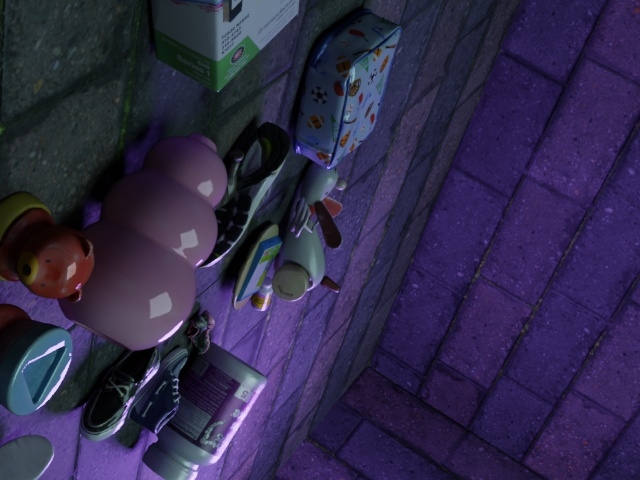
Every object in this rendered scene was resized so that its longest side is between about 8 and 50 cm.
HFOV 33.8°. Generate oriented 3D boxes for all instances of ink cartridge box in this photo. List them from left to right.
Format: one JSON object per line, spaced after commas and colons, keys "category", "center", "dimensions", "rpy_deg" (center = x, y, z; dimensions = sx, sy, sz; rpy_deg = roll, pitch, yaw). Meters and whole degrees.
{"category": "ink cartridge box", "center": [-0.120, -0.368, 1.378], "dimensions": [0.201, 0.117, 0.278], "rpy_deg": [-50, 163, -29]}

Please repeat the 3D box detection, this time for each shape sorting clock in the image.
{"category": "shape sorting clock", "center": [-0.144, 0.056, 2.304], "dimensions": [0.206, 0.040, 0.206], "rpy_deg": [-59, 171, -16]}

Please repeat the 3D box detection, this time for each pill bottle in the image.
{"category": "pill bottle", "center": [-0.263, 0.392, 2.342], "dimensions": [0.301, 0.169, 0.169], "rpy_deg": [-57, 165, -5]}
{"category": "pill bottle", "center": [-0.135, 0.123, 2.466], "dimensions": [0.043, 0.043, 0.083], "rpy_deg": [-44, 159, -45]}

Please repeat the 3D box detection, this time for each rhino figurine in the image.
{"category": "rhino figurine", "center": [-0.221, -0.064, 1.754], "dimensions": [0.243, 0.073, 0.106], "rpy_deg": [-43, 156, -42]}

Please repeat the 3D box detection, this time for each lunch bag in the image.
{"category": "lunch bag", "center": [0.054, -0.300, 2.107], "dimensions": [0.243, 0.115, 0.303], "rpy_deg": [-47, 161, -45]}

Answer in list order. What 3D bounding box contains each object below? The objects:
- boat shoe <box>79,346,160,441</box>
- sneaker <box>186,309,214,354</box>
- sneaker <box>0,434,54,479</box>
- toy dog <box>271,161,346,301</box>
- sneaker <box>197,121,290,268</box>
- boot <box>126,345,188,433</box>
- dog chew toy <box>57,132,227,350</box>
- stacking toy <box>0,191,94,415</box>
{"category": "boat shoe", "center": [-0.371, 0.268, 1.936], "dimensions": [0.219, 0.078, 0.070], "rpy_deg": [-58, 169, -37]}
{"category": "sneaker", "center": [-0.262, 0.199, 2.223], "dimensions": [0.057, 0.047, 0.119], "rpy_deg": [-24, 143, -38]}
{"category": "sneaker", "center": [-0.527, 0.403, 1.715], "dimensions": [0.212, 0.080, 0.094], "rpy_deg": [-42, 171, -29]}
{"category": "toy dog", "center": [0.000, 0.000, 2.377], "dimensions": [0.220, 0.161, 0.333], "rpy_deg": [-79, -172, -47]}
{"category": "sneaker", "center": [-0.150, -0.068, 1.918], "dimensions": [0.300, 0.111, 0.121], "rpy_deg": [-53, 169, -11]}
{"category": "boot", "center": [-0.314, 0.309, 2.168], "dimensions": [0.190, 0.086, 0.069], "rpy_deg": [-50, 163, -28]}
{"category": "dog chew toy", "center": [-0.248, -0.009, 1.554], "dimensions": [0.331, 0.207, 0.206], "rpy_deg": [-64, 167, -12]}
{"category": "stacking toy", "center": [-0.409, 0.125, 1.334], "dimensions": [0.279, 0.130, 0.309], "rpy_deg": [-40, 149, -53]}
